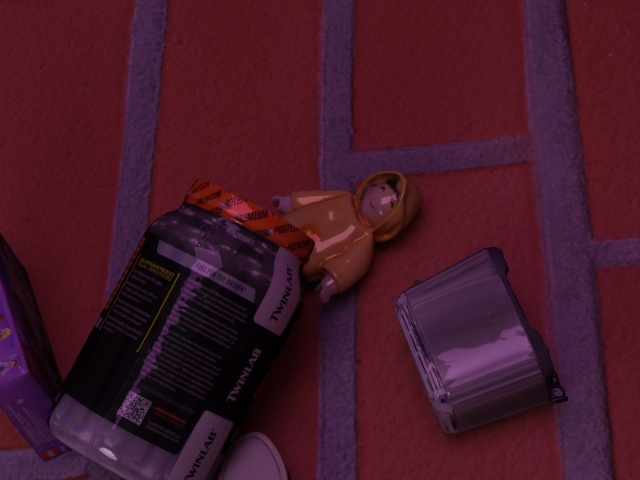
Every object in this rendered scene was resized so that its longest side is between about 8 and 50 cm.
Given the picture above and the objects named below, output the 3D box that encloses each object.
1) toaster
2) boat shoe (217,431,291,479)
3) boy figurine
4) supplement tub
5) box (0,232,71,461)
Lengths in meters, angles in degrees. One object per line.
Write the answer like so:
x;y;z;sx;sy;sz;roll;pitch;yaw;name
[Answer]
0.183;0.128;1.683;0.146;0.129;0.227;-22;58;2;toaster
-0.047;0.332;1.622;0.095;0.079;0.254;-34;47;8;boat shoe
0.000;0.000;1.826;0.285;0.092;0.177;-21;53;2;boy figurine
-0.154;0.113;1.664;0.207;0.207;0.338;26;84;25;supplement tub
-0.387;0.103;1.771;0.057;0.201;0.293;-23;55;-4;box
